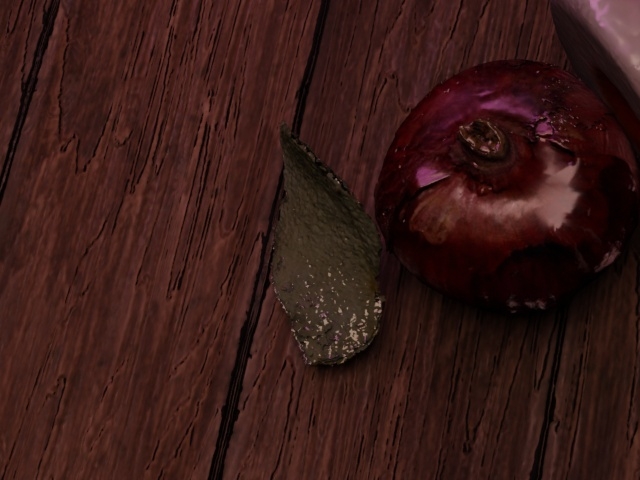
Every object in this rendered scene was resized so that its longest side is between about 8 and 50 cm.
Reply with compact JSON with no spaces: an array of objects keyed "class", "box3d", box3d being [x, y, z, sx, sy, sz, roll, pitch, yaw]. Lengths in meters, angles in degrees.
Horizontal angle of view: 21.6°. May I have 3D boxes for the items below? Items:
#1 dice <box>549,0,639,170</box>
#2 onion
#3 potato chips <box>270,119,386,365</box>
[{"class":"dice","box3d":[0.382,-0.179,1.534,0.251,0.243,0.259,-32,62,-1]},{"class":"onion","box3d":[0.166,-0.054,1.549,0.252,0.219,0.252,-6,73,19]},{"class":"potato chips","box3d":[-0.005,0.002,1.626,0.167,0.059,0.228,12,107,49]}]
